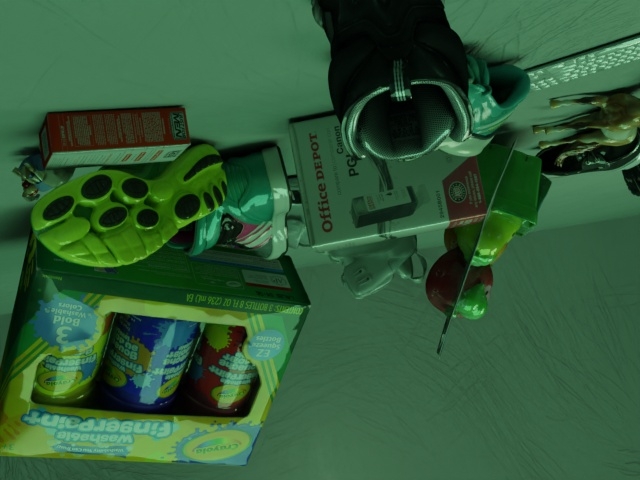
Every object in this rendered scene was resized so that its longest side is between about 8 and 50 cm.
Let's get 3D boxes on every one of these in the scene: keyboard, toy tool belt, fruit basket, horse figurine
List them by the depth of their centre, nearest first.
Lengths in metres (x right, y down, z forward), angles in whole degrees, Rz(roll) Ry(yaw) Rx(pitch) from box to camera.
[{"bbox_3d":[-0.318,-0.082,0.986,0.083,0.052,0.051,-18,133,31],"label":"toy tool belt"},{"bbox_3d":[0.310,-0.205,1.013,0.255,0.014,0.072,-14,173,31],"label":"keyboard"},{"bbox_3d":[0.409,-0.169,1.282,0.174,0.066,0.263,-5,172,5],"label":"horse figurine"},{"bbox_3d":[0.262,0.025,1.453,0.165,0.353,0.327,13,176,8],"label":"fruit basket"}]

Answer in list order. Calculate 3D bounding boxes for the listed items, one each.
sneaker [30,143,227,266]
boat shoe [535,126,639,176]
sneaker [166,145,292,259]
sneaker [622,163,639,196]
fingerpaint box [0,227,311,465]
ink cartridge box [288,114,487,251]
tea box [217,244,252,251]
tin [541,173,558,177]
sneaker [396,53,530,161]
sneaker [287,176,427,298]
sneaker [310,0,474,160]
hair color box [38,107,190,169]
[{"bbox_3d":[-0.224,-0.037,1.019,0.123,0.110,0.295,-9,-170,31],"label":"sneaker"},{"bbox_3d":[0.456,-0.152,1.495,0.076,0.080,0.228,-8,-179,-32],"label":"boat shoe"},{"bbox_3d":[-0.139,-0.030,1.259,0.178,0.124,0.295,-12,160,-9],"label":"sneaker"},{"bbox_3d":[0.662,-0.157,1.628,0.122,0.110,0.283,-12,175,-12],"label":"sneaker"},{"bbox_3d":[-0.290,0.188,1.475,0.444,0.371,0.163,10,-152,-24],"label":"fingerpaint box"},{"bbox_3d":[0.080,-0.082,1.077,0.217,0.159,0.092,-11,176,4],"label":"ink cartridge box"},{"bbox_3d":[-0.290,0.094,1.808,0.323,0.220,0.329,-14,172,27],"label":"tea box"},{"bbox_3d":[0.483,-0.150,1.725,0.189,0.040,0.106,-7,177,-32],"label":"tin"},{"bbox_3d":[0.119,-0.154,0.908,0.275,0.107,0.110,-11,157,-48],"label":"sneaker"},{"bbox_3d":[0.000,0.000,1.460,0.365,0.210,0.137,-10,174,0],"label":"sneaker"},{"bbox_3d":[0.048,-0.127,0.625,0.101,0.153,0.268,-11,174,7],"label":"sneaker"},{"bbox_3d":[-0.214,-0.106,0.911,0.141,0.043,0.072,-6,173,-26],"label":"hair color box"}]
